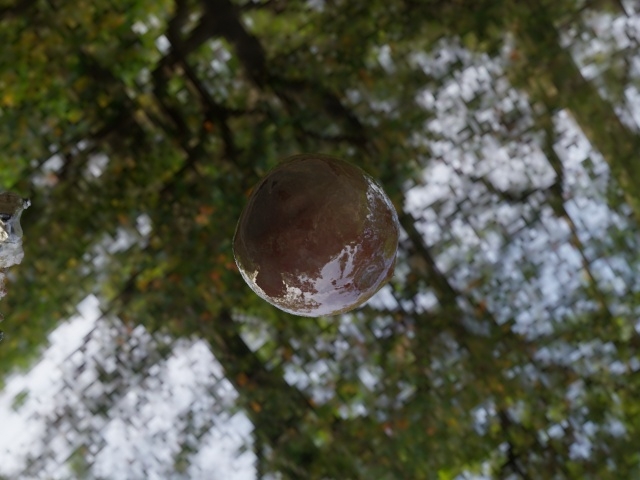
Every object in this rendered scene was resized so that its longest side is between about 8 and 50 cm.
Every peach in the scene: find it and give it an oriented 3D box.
[{"bbox_3d":[-0.001,-0.001,0.790,0.083,0.083,0.083,-28,-152,16],"label":"peach"}]

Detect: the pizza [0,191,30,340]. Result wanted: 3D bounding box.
[{"bbox_3d":[-0.253,-0.003,1.095,0.195,0.185,0.052,-17,-157,45],"label":"pizza"}]
